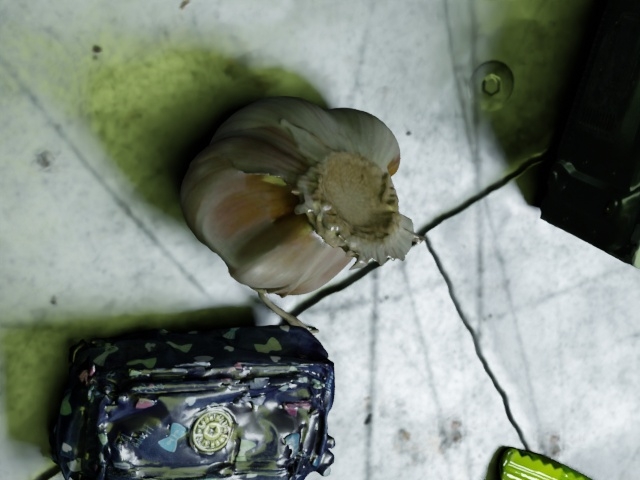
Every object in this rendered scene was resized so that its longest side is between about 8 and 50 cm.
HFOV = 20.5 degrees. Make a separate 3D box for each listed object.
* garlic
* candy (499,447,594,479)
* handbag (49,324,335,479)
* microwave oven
[{"bbox_3d":[0.000,0.000,1.554,0.207,0.207,0.256,-24,118,-14],"label":"garlic"},{"bbox_3d":[0.206,0.344,1.785,0.149,0.069,0.246,24,93,-22],"label":"candy"},{"bbox_3d":[-0.108,0.166,1.591,0.260,0.113,0.162,0,115,-18],"label":"handbag"},{"bbox_3d":[0.344,-0.119,1.628,0.181,0.237,0.295,14,99,-22],"label":"microwave oven"}]
